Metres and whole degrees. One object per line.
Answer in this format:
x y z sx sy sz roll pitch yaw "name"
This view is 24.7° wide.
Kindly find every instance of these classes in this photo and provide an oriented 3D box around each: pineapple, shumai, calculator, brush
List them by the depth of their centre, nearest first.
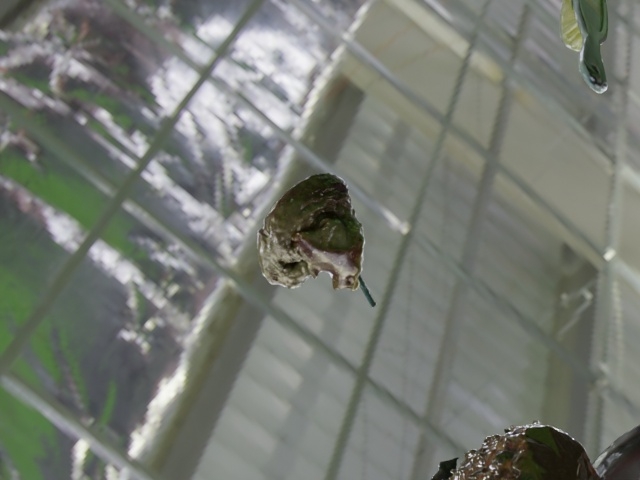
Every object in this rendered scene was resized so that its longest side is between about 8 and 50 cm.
-0.003 -0.011 1.717 0.123 0.105 0.139 31 -112 -54 "shumai"
0.164 0.337 1.760 0.165 0.364 0.165 23 -129 -31 "pineapple"
0.347 -0.270 1.957 0.068 0.060 0.297 44 -150 -19 "brush"
0.052 0.040 2.518 0.172 0.018 0.057 62 -175 3 "calculator"

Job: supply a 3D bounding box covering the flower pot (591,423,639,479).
0.590 0.466 2.204 0.379 0.379 0.251 34 -159 -16 "flower pot"
